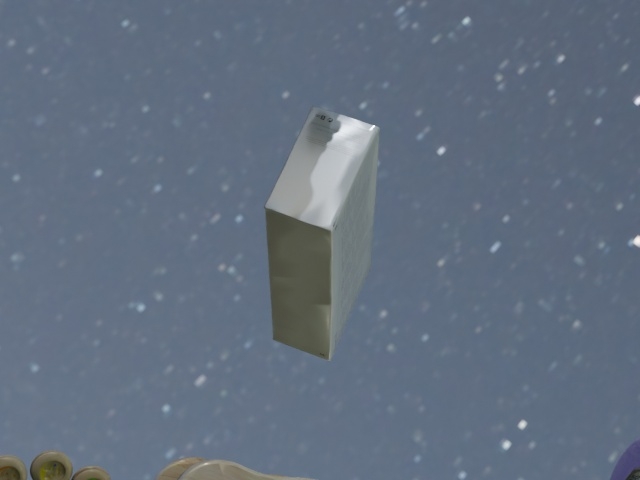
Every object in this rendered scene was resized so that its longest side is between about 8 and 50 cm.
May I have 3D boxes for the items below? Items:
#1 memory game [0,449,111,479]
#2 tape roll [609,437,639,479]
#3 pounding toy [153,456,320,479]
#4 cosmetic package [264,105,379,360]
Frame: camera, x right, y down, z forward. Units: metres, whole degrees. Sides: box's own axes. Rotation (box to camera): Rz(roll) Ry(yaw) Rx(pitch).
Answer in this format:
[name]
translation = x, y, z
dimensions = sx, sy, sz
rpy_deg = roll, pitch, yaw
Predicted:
[memory game]
translation = -0.252, 0.268, 1.448
dimensions = 0.012, 0.186, 0.186
rpy_deg = -128, -165, -64
[tape roll]
translation = 0.336, 0.286, 1.575
dimensions = 0.080, 0.189, 0.189
rpy_deg = 11, -41, -11
[pounding toy]
translation = -0.006, 0.224, 1.011
dimensions = 0.269, 0.154, 0.155
rpy_deg = 13, -10, -15
[cosmetic package]
translation = 0.000, 0.000, 1.317
dimensions = 0.060, 0.099, 0.239
rpy_deg = 18, -26, 9
